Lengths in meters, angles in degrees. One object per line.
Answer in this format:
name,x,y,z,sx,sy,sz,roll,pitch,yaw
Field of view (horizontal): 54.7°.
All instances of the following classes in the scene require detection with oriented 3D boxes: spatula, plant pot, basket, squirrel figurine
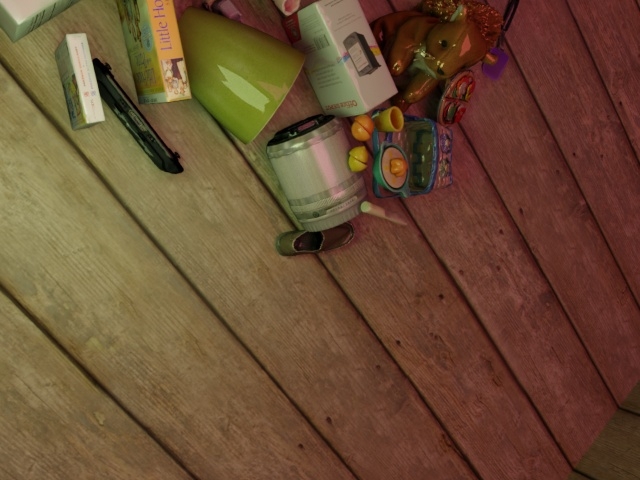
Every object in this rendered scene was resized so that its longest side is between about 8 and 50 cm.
spatula,0.615,-0.687,2.078,0.084,0.030,0.296,19,86,-26
plant pot,-0.235,-0.432,1.533,0.293,0.275,0.274,32,79,-18
basket,0.260,-0.255,1.831,0.289,0.201,0.254,-5,96,-36
squirrel figurine,0.340,-0.573,1.748,0.397,0.370,0.281,-46,113,-17

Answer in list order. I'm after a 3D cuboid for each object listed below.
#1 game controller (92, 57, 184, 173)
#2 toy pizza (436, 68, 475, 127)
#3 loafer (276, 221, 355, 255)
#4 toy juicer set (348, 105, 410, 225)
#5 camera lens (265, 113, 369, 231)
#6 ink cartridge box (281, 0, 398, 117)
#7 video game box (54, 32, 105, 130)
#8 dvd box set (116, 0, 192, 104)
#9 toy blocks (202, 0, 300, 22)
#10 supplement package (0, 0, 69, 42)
game controller,-0.435,-0.291,1.474,0.067,0.166,0.319,-42,113,-14
toy pizza,0.432,-0.439,1.940,0.201,0.032,0.201,-39,148,-30
loafer,0.000,0.000,1.778,0.251,0.087,0.094,-16,102,-26
toy juicer set,0.169,-0.188,1.641,0.209,0.089,0.329,-14,97,-47
camera lens,-0.007,-0.188,1.682,0.219,0.219,0.274,-31,108,-23
ink cartridge box,0.049,-0.501,1.682,0.131,0.226,0.306,-36,111,-19
video game box,-0.542,-0.349,1.390,0.048,0.205,0.187,-13,101,-28
dvd box set,-0.394,-0.518,1.378,0.062,0.308,0.420,-16,108,-24
toy blocks,-0.113,-0.656,1.488,0.309,0.260,0.288,-41,156,-13
supplement package,-0.616,-0.597,1.331,0.263,0.198,0.199,-43,113,-19
